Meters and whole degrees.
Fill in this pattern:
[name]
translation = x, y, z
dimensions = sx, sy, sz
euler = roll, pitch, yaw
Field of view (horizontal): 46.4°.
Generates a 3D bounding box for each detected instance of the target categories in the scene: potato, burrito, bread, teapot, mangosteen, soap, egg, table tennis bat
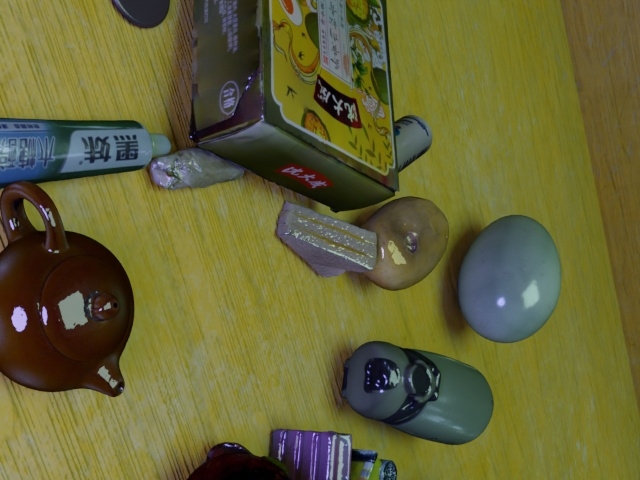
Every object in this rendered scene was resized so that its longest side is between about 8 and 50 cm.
[potato]
translation = 0.153, 0.009, 1.414
dimensions = 0.150, 0.146, 0.234
euler = 43, 47, 19
[burrito]
translation = -0.166, -0.103, 1.057
dimensions = 0.188, 0.045, 0.058
euler = -20, 116, -57
[bread]
translation = 0.013, -0.007, 1.245
dimensions = 0.152, 0.105, 0.077
euler = 44, 44, -43
[teapot]
translation = -0.274, 0.054, 0.804
dimensions = 0.178, 0.135, 0.252
euler = -37, 115, -55
[mangosteen]
translation = -0.101, 0.357, 0.986
dimensions = 0.200, 0.200, 0.199
euler = 13, 74, -53
[soap]
translation = -0.020, 0.387, 1.119
dimensions = 0.065, 0.122, 0.203
euler = 26, 65, -50
[egg]
translation = 0.441, 0.080, 1.729
dimensions = 0.230, 0.230, 0.371
euler = 62, 36, -27
[table tennis bat]
translation = -0.200, -0.374, 0.990
dimensions = 0.107, 0.119, 0.169
euler = 30, 62, -49

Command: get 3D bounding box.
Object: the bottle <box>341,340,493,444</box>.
[bottle]
translation = 0.176, 0.279, 1.378
dimensions = 0.347, 0.169, 0.168
euler = 26, 63, -47

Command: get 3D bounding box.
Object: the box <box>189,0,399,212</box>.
[box]
translation = -0.030, -0.293, 1.169
dimensions = 0.373, 0.138, 0.420
euler = 22, 61, -54

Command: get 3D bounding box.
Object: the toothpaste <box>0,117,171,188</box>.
[toothpaste]
translation = -0.318, -0.101, 0.827
dimensions = 0.392, 0.061, 0.098
euler = -13, 99, -53

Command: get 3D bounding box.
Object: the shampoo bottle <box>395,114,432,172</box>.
[shampoo bottle]
translation = 0.116, -0.160, 1.428
dimensions = 0.303, 0.092, 0.092
euler = -36, 114, -50

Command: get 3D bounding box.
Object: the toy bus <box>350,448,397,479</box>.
[toy bus]
translation = 0.082, 0.468, 1.246
dimensions = 0.262, 0.128, 0.150
euler = 54, 45, -33
